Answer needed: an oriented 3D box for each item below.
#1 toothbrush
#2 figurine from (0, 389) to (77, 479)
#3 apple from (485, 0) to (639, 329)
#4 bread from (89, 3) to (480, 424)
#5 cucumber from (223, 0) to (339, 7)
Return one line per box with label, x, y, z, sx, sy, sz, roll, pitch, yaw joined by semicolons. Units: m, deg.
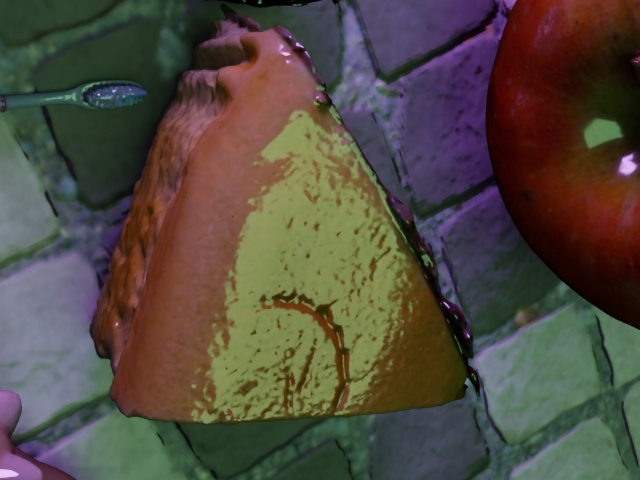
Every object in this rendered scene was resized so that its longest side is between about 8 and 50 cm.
toothbrush;-0.167;-0.054;0.472;0.193;0.019;0.013;-8;108;-23
figurine;-0.170;0.139;0.436;0.177;0.173;0.247;-36;116;-14
apple;0.201;-0.063;0.547;0.230;0.230;0.230;-7;107;-24
bread;0.000;0.000;0.505;0.160;0.140;0.169;17;96;-23
cucumber;-0.067;-0.131;0.482;0.181;0.053;0.053;8;101;-29
